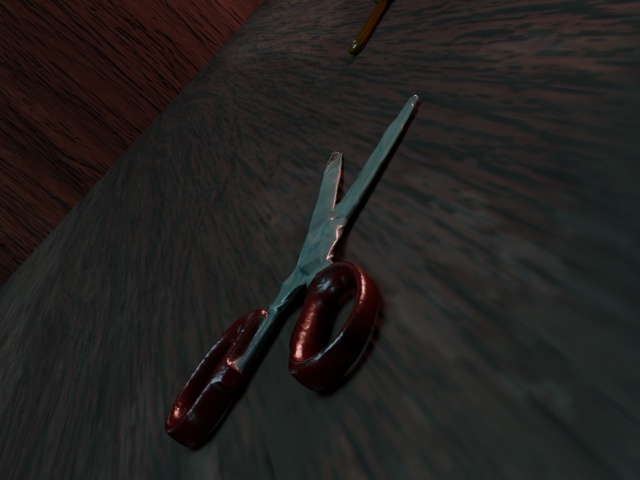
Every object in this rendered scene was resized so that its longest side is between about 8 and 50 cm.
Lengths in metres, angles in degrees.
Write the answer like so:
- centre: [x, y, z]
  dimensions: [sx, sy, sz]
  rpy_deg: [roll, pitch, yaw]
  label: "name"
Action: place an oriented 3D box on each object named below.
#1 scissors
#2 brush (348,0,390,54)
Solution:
- centre: [0.000, 0.000, 0.438]
  dimensions: [0.144, 0.017, 0.248]
  rpy_deg: [-31, 23, 39]
  label: "scissors"
- centre: [0.063, -0.244, 0.793]
  dimensions: [0.043, 0.014, 0.170]
  rpy_deg: [-27, 28, 49]
  label: "brush"
